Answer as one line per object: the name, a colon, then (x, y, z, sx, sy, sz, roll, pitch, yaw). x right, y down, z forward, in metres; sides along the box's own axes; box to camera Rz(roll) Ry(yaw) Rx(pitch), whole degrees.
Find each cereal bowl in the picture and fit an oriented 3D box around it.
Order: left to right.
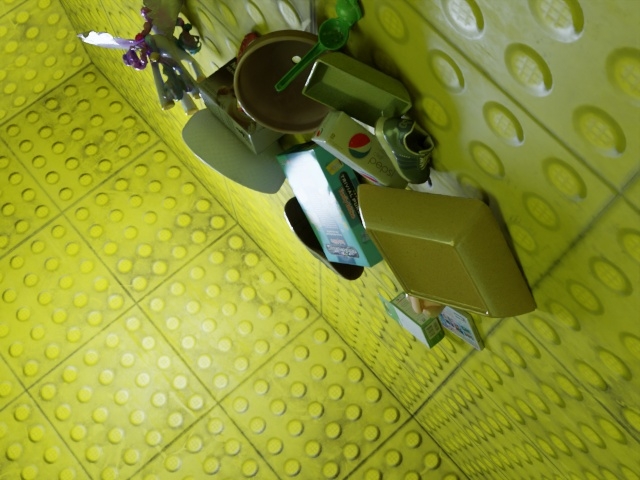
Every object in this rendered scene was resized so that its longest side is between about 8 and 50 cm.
cereal bowl: (-0.228, -0.288, 2.160, 0.339, 0.141, 0.339, 32, -162, -12)

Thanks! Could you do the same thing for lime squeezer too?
lime squeezer: (0.020, -0.388, 1.291, 0.310, 0.110, 0.058, -48, 61, 47)

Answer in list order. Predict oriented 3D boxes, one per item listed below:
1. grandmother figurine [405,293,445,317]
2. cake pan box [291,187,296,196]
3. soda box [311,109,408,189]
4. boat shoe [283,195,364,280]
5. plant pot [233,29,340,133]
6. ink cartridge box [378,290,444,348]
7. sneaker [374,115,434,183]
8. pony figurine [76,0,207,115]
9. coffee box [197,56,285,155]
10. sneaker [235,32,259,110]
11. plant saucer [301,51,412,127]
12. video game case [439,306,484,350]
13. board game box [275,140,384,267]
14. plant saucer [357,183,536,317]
grandmother figurine: (0.240, 0.070, 1.824, 0.208, 0.104, 0.342, 30, 160, 35)
cake pan box: (0.022, -0.070, 2.241, 0.246, 0.070, 0.266, 42, 164, 25)
soda box: (0.092, -0.179, 1.509, 0.216, 0.073, 0.069, 32, 177, -28)
boat shoe: (0.000, 0.000, 2.140, 0.302, 0.109, 0.098, 46, 165, -8)
plant pot: (-0.055, -0.343, 1.511, 0.237, 0.238, 0.109, 62, -157, -43)
ink cartridge box: (0.273, 0.226, 2.225, 0.209, 0.062, 0.109, 37, 162, 46)
sneaker: (0.182, -0.168, 1.409, 0.086, 0.064, 0.192, 5, 152, 40)
pony figurine: (-0.464, -0.552, 2.098, 0.363, 0.303, 0.351, 64, -167, 0)
coffee box: (-0.202, -0.367, 2.000, 0.246, 0.141, 0.098, 45, 166, 27)
sneaker: (-0.162, -0.422, 1.844, 0.225, 0.093, 0.088, 96, 179, -52)
plant saucer: (0.071, -0.285, 1.386, 0.188, 0.045, 0.188, 24, 169, -6)
video game case: (0.365, 0.216, 1.983, 0.157, 0.019, 0.143, 34, 160, 49)
board game box: (0.032, -0.099, 1.940, 0.335, 0.079, 0.254, 63, 160, -14)
plant saucer: (0.243, 0.038, 1.534, 0.333, 0.081, 0.332, 14, 148, 46)
